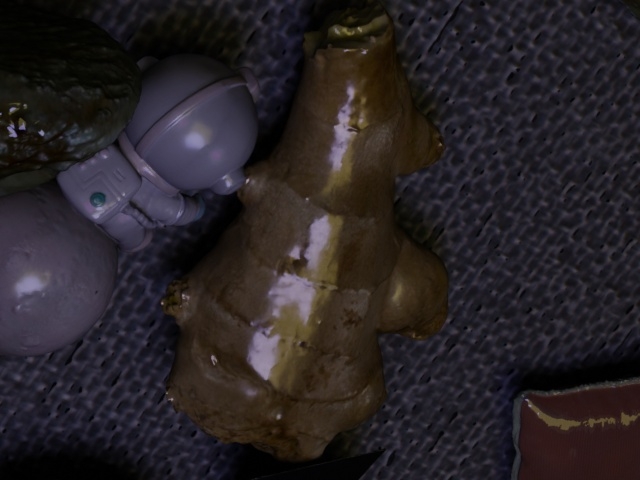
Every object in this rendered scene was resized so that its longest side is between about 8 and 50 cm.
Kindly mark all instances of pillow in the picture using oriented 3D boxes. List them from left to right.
[{"bbox_3d":[0.261,0.191,1.566,0.179,0.075,0.171,-8,124,-11],"label":"pillow"}]

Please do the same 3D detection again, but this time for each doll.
[{"bbox_3d":[-0.162,-0.036,1.261,0.287,0.151,0.151,-40,121,9],"label":"doll"}]

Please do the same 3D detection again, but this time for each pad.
[{"bbox_3d":[-0.020,0.215,1.452,0.127,0.004,0.190,-11,163,-13],"label":"pad"}]

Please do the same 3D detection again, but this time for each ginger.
[{"bbox_3d":[0.023,0.010,1.342,0.236,0.166,0.375,27,115,-12],"label":"ginger"}]

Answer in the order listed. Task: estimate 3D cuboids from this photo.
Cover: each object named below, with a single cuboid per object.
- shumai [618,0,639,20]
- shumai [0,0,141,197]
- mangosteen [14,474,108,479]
[{"bbox_3d":[0.341,-0.260,1.282,0.189,0.218,0.256,15,112,-34],"label":"shumai"},{"bbox_3d":[-0.263,-0.063,1.178,0.272,0.222,0.203,15,114,23],"label":"shumai"},{"bbox_3d":[-0.205,0.335,1.366,0.287,0.287,0.233,36,106,-30],"label":"mangosteen"}]
